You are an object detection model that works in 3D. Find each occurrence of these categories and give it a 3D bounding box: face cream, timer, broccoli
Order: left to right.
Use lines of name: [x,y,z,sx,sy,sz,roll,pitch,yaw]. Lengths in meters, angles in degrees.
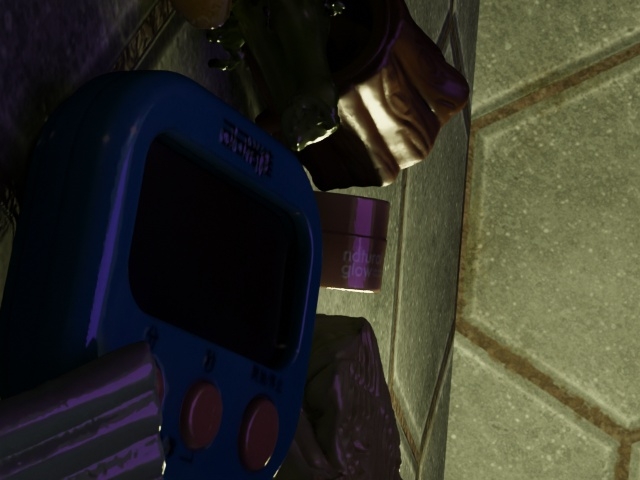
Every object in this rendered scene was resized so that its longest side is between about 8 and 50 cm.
timer: [-0.116,0.044,1.202,0.340,0.115,0.309,32,64,-59]
broccoli: [-0.028,-0.192,1.382,0.304,0.146,0.165,-102,-172,-46]
face cream: [0.000,0.000,1.724,0.149,0.149,0.104,12,84,-77]

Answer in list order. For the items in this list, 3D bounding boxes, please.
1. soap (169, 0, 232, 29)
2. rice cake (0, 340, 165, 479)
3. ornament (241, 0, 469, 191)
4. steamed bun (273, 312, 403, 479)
soap: [-0.105,-0.262,1.336,0.033,0.089,0.168,147,-39,-68]
rice cake: [-0.188,0.174,1.003,0.198,0.037,0.189,-14,112,-37]
ornament: [0.027,-0.195,1.670,0.217,0.235,0.221,53,28,-65]
steamed bun: [-0.043,0.227,1.541,0.276,0.203,0.289,-8,90,-68]
